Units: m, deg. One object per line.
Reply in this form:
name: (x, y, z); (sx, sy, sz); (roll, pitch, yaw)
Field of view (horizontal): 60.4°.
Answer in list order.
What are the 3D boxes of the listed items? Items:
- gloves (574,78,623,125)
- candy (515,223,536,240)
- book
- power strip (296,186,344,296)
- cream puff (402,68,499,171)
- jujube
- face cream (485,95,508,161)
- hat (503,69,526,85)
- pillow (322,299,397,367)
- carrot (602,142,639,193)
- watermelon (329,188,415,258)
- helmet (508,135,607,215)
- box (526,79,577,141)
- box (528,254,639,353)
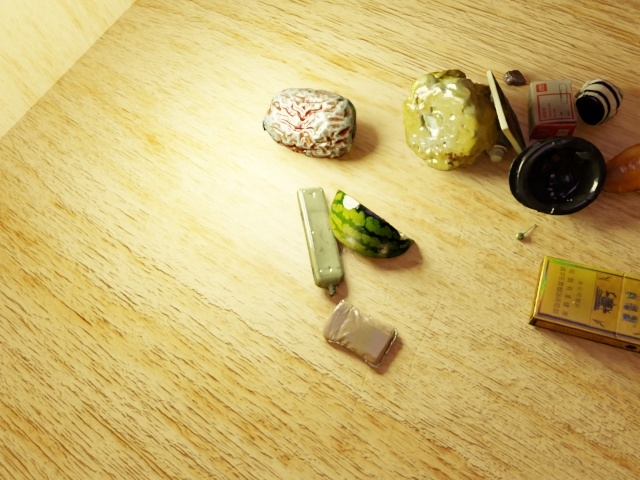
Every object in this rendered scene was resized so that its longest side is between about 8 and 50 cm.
gloves: (0.888, -0.454, 1.737); (0.140, 0.131, 0.218); (42, 61, 13)
candy: (0.626, -0.026, 1.672); (0.083, 0.023, 0.025); (-31, 56, -16)
book: (0.581, -0.364, 1.686); (0.020, 0.295, 0.208); (-20, 64, 28)
power strip: (0.000, 0.000, 1.737); (0.092, 0.066, 0.388); (-6, 62, -11)
cream puff: (0.435, -0.395, 1.751); (0.324, 0.291, 0.257); (22, 41, 39)
jujube: (-0.030, -0.392, 1.842); (0.316, 0.226, 0.226); (13, 69, 18)
face cream: (0.576, -0.364, 1.801); (0.075, 0.075, 0.230); (5, 67, 12)
hat: (0.666, -0.554, 1.896); (0.086, 0.042, 0.058); (0, 64, -28)
pillow: (0.112, 0.268, 1.615); (0.211, 0.034, 0.135); (27, 77, 21)
carrot: (0.936, -0.204, 1.644); (0.224, 0.159, 0.159); (-21, 63, 14)
watermelon: (0.137, -0.063, 1.683); (0.303, 0.128, 0.159); (35, 56, 17)
helmet: (0.691, -0.201, 1.648); (0.278, 0.160, 0.231); (-1, 107, 6)
box: (0.748, -0.423, 1.784); (0.133, 0.099, 0.182); (2, 66, 12)
box: (0.752, 0.175, 1.520); (0.301, 0.084, 0.193); (14, 69, 15)
